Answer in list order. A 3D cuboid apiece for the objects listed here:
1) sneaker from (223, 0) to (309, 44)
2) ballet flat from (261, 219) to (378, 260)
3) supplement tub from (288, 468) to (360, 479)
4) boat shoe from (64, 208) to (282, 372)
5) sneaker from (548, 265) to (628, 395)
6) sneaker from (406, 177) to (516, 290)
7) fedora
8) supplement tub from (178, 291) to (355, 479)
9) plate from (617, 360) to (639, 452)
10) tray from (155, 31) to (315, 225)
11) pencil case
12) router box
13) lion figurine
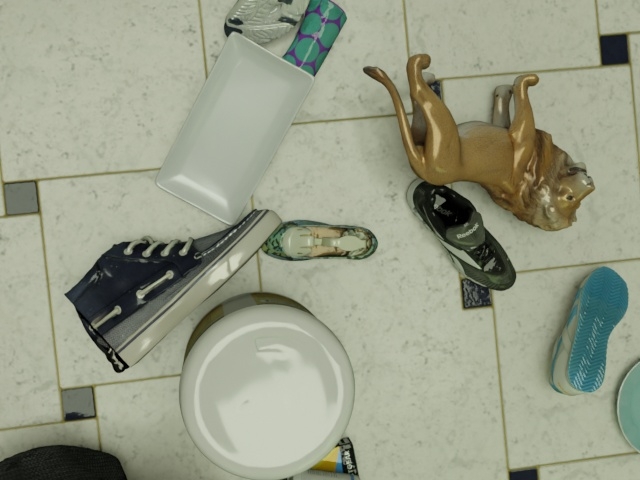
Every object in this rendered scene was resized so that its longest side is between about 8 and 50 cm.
[{"bbox_3d":[-0.066,-0.421,1.354,0.094,0.153,0.235,23,128,-34],"label":"sneaker"},{"bbox_3d":[0.000,0.000,1.377,0.188,0.070,0.070,-2,92,-7],"label":"ballet flat"},{"bbox_3d":[0.005,0.389,1.335,0.107,0.071,0.071,10,90,-6],"label":"supplement tub"},{"bbox_3d":[-0.228,0.034,1.318,0.340,0.127,0.158,-42,91,-5],"label":"boat shoe"},{"bbox_3d":[0.433,0.145,1.428,0.087,0.092,0.229,29,68,-5],"label":"sneaker"},{"bbox_3d":[0.232,-0.006,1.384,0.078,0.106,0.234,-42,96,-4],"label":"sneaker"},{"bbox_3d":[-0.392,0.393,1.267,0.334,0.334,0.153,-19,60,-6],"label":"fedora"},{"bbox_3d":[-0.083,0.192,1.243,0.228,0.316,0.228,0,91,-7],"label":"supplement tub"},{"bbox_3d":[0.588,0.279,1.478,0.188,0.024,0.188,0,92,-7],"label":"plate"},{"bbox_3d":[-0.133,-0.169,1.341,0.145,0.030,0.270,29,105,-7],"label":"tray"},{"bbox_3d":[-0.022,-0.304,1.367,0.070,0.064,0.152,29,88,-3],"label":"pencil case"},{"bbox_3d":[0.002,0.420,1.395,0.133,0.046,0.179,-12,93,-7],"label":"router box"},{"bbox_3d":[0.239,-0.139,1.337,0.392,0.142,0.240,2,86,-23],"label":"lion figurine"}]
